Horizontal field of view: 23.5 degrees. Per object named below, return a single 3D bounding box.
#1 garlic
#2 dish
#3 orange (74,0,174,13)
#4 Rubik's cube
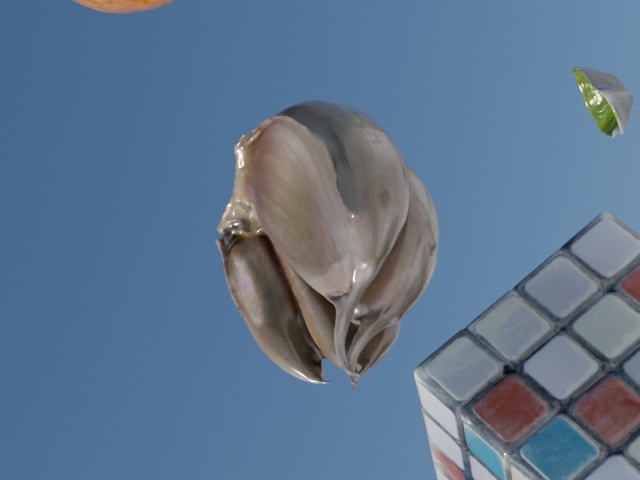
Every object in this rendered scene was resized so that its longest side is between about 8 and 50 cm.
[{"bbox_3d":[0.000,0.000,1.450,0.237,0.292,0.210,-50,-42,3],"label":"garlic"},{"bbox_3d":[0.341,-0.166,1.801,0.091,0.039,0.137,63,180,-15],"label":"dish"},{"bbox_3d":[-0.224,-0.378,1.737,0.246,0.246,0.246,-48,-32,-44],"label":"orange"},{"bbox_3d":[0.268,0.180,1.426,0.259,0.253,0.256,-39,-33,-17],"label":"Rubik's cube"}]
